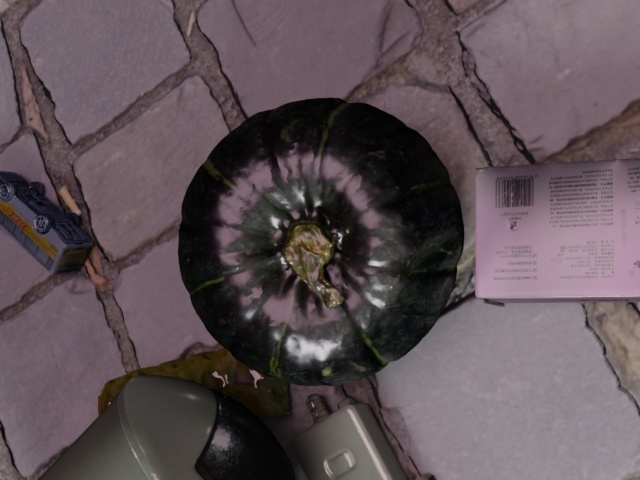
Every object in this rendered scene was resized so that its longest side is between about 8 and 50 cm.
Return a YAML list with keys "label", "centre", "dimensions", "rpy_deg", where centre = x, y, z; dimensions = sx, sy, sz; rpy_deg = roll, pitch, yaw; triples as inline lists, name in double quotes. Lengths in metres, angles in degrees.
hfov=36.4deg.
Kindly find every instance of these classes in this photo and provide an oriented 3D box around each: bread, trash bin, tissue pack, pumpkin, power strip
- label: "bread"
  centre: [-0.167, 0.197, 1.228]
  dimensions: [0.269, 0.098, 0.087]
  rpy_deg: [-16, 34, 23]
- label: "trash bin"
  centre: [-0.217, 0.351, 1.054]
  dimensions: [0.432, 0.280, 0.280]
  rpy_deg: [-43, 67, 6]
- label: "tissue pack"
  centre: [0.292, -0.005, 1.026]
  dimensions: [0.246, 0.092, 0.148]
  rpy_deg: [-2, 82, 26]
- label: "pumpkin"
  centre: [0.000, 0.000, 1.086]
  dimensions: [0.323, 0.241, 0.323]
  rpy_deg: [0, 89, 11]
- label: "power strip"
  centre: [0.067, 0.321, 1.113]
  dimensions: [0.098, 0.058, 0.338]
  rpy_deg: [-35, 69, 18]

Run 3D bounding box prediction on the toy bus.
- label: "toy bus"
  centre: [-0.407, -0.028, 1.390]
  dimensions: [0.190, 0.064, 0.075]
  rpy_deg: [35, 111, 25]
